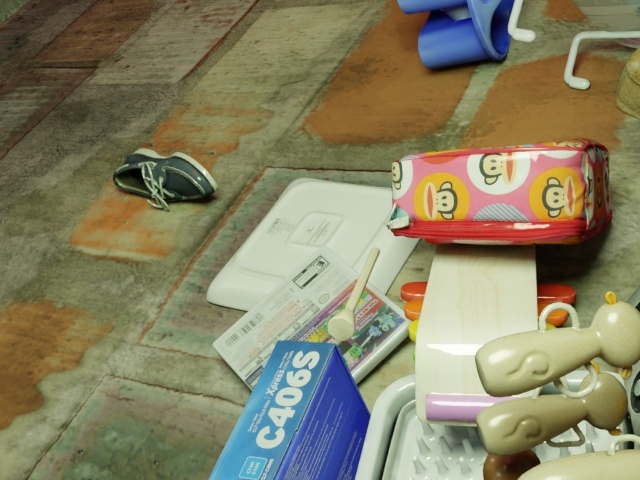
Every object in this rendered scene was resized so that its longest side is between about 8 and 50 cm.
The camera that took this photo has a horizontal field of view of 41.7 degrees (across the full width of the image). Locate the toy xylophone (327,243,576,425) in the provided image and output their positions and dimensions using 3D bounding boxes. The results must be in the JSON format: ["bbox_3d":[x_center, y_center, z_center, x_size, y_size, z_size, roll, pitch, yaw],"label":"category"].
[{"bbox_3d":[0.148,0.079,0.920,0.236,0.081,0.323,3,24,21],"label":"toy xylophone"}]

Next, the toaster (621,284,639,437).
[{"bbox_3d":[0.381,0.120,0.777,0.185,0.110,0.168,16,38,-1],"label":"toaster"}]

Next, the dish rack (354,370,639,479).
[{"bbox_3d":[0.166,0.272,0.788,0.285,0.072,0.333,-5,42,24],"label":"dish rack"}]

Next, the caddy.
[{"bbox_3d":[0.259,-0.452,1.461,0.179,0.241,0.341,-10,40,28],"label":"caddy"}]

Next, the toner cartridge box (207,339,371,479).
[{"bbox_3d":[-0.049,0.281,0.814,0.075,0.165,0.348,0,43,29],"label":"toner cartridge box"}]

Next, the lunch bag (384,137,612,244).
[{"bbox_3d":[0.205,-0.060,1.013,0.258,0.120,0.293,1,4,27],"label":"lunch bag"}]

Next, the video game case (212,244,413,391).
[{"bbox_3d":[-0.011,0.120,1.057,0.201,0.023,0.183,-41,51,-11],"label":"video game case"}]

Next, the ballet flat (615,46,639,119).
[{"bbox_3d":[0.496,-0.109,0.989,0.342,0.124,0.116,31,56,1],"label":"ballet flat"}]

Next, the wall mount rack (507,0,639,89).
[{"bbox_3d":[0.446,-0.284,1.165,0.304,0.350,0.131,11,86,41],"label":"wall mount rack"}]

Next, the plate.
[{"bbox_3d":[0.000,0.000,1.219,0.278,0.045,0.277,9,49,35],"label":"plate"}]

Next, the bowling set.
[{"bbox_3d":[0.217,0.176,0.684,0.154,0.287,0.200,-16,4,-1],"label":"bowling set"}]

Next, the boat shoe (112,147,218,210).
[{"bbox_3d":[-0.273,-0.105,1.445,0.254,0.095,0.079,19,53,43],"label":"boat shoe"}]
